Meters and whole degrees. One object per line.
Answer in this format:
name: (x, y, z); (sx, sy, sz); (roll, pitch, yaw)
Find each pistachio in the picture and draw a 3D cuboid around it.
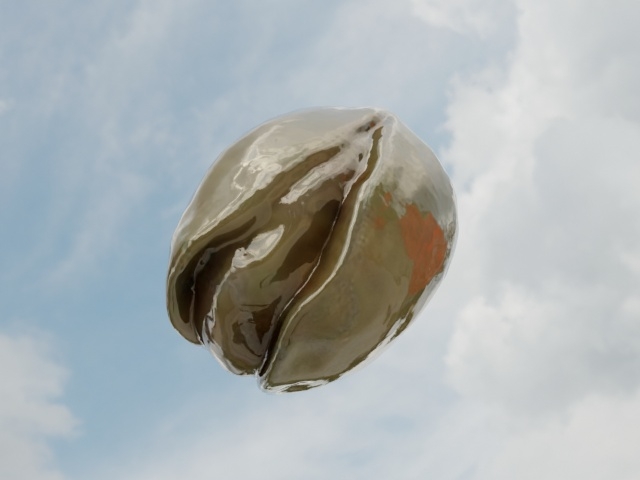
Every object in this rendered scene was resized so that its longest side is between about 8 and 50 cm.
pistachio: (0.000, 0.000, 0.680); (0.181, 0.162, 0.293); (-62, -3, 18)
